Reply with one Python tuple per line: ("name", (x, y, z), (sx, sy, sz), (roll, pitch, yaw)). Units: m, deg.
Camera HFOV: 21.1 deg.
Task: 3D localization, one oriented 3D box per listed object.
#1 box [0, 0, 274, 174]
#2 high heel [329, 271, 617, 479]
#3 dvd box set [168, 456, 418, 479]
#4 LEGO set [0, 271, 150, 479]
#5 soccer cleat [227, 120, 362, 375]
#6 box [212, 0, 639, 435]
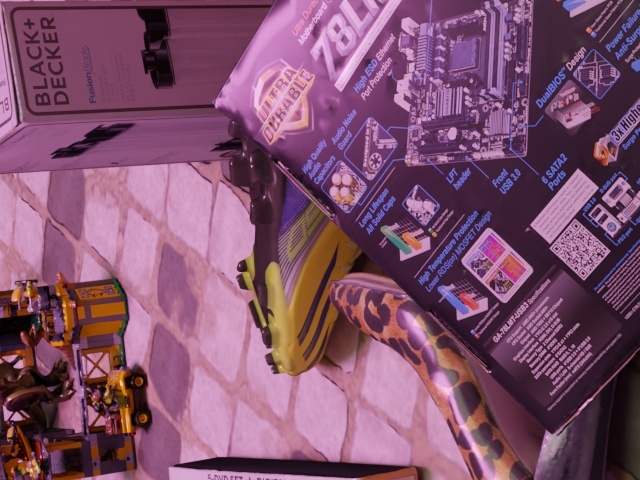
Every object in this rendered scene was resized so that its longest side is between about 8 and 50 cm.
("box", (-0.126, -0.112, 1.268), (0.169, 0.290, 0.087), (-22, 77, 58))
("high heel", (0.084, 0.123, 1.151), (0.261, 0.093, 0.186), (15, 101, 47))
("dvd box set", (-0.006, 0.386, 1.370), (0.307, 0.062, 0.420), (-7, 89, 57))
("LEGO set", (-0.331, 0.153, 1.724), (0.331, 0.192, 0.255), (7, 101, 57))
("soccer cleat", (0.000, 0.001, 1.271), (0.289, 0.121, 0.093), (90, 161, -48))
("box", (0.116, -0.086, 0.957), (0.293, 0.073, 0.295), (44, 129, 11))
